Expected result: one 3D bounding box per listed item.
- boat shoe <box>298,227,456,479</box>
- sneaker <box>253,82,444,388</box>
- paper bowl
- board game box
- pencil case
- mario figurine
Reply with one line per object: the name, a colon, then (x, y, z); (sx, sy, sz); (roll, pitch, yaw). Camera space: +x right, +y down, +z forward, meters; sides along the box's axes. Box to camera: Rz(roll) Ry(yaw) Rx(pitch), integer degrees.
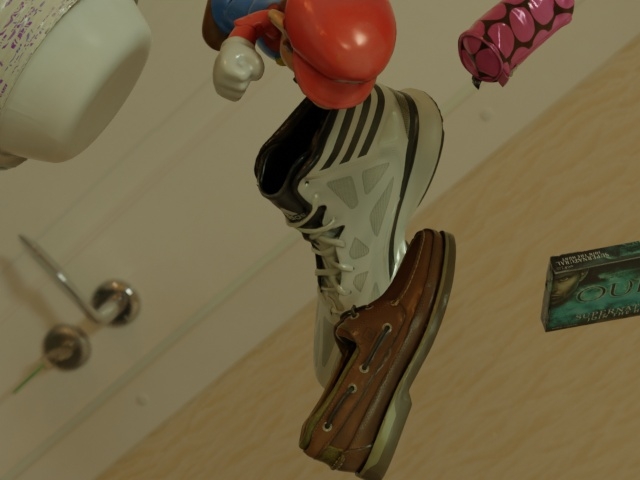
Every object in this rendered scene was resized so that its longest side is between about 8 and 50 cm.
boat shoe: (0.068, 0.111, 0.971); (0.104, 0.307, 0.111); (22, -22, -1)
sneaker: (-0.001, -0.001, 1.154); (0.257, 0.448, 0.169); (4, 11, -40)
paper bowl: (-0.307, -0.205, 0.998); (0.148, 0.284, 0.284); (35, 15, -5)
board game box: (0.351, 0.048, 0.984); (0.126, 0.186, 0.026); (77, 2, -51)
pencil case: (0.300, -0.319, 1.287); (0.098, 0.209, 0.095); (41, -23, 16)
mario figurine: (-0.026, -0.206, 0.939); (0.170, 0.198, 0.320); (45, -2, -31)
